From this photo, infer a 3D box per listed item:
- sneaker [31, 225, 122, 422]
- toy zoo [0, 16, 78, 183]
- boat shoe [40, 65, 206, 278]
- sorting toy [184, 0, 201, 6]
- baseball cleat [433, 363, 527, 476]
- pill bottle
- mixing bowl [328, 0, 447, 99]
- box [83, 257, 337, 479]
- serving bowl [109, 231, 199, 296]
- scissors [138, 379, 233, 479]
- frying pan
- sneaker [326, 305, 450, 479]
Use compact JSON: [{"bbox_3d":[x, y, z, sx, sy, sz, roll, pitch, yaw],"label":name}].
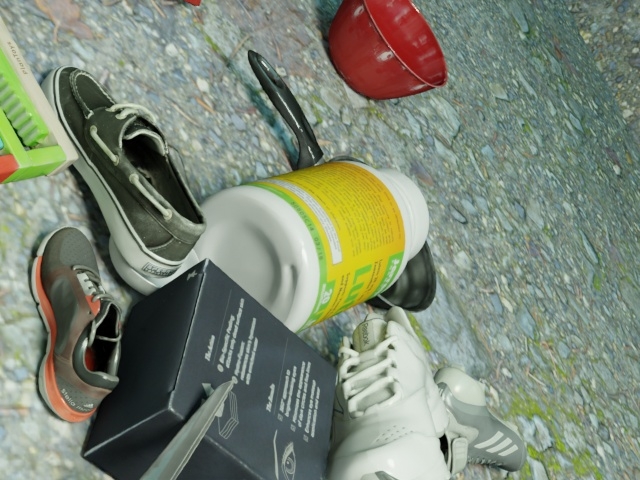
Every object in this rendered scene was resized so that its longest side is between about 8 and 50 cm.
[{"bbox_3d":[-0.165,0.051,0.787,0.061,0.065,0.158,25,43,-45],"label":"sneaker"},{"bbox_3d":[-0.314,-0.114,0.753,0.192,0.030,0.293,60,29,3],"label":"toy zoo"},{"bbox_3d":[-0.157,-0.073,0.890,0.077,0.070,0.219,-2,51,-52],"label":"boat shoe"},{"bbox_3d":[-0.191,-0.323,1.074,0.274,0.046,0.132,3,104,-60],"label":"sorting toy"},{"bbox_3d":[0.152,0.214,1.139,0.206,0.072,0.109,51,61,-41],"label":"baseball cleat"},{"bbox_3d":[0.000,0.000,0.998,0.245,0.136,0.136,-20,79,-55],"label":"pill bottle"},{"bbox_3d":[0.075,-0.255,1.434,0.181,0.098,0.181,39,33,-32],"label":"mixing bowl"},{"bbox_3d":[-0.075,0.128,0.823,0.158,0.093,0.156,44,31,-26],"label":"box"},{"bbox_3d":[-0.140,0.018,0.891,0.083,0.027,0.083,31,31,-21],"label":"serving bowl"},{"bbox_3d":[-0.126,0.194,0.643,0.297,0.021,0.109,-32,85,-45],"label":"scissors"},{"bbox_3d":[0.015,-0.040,1.176,0.326,0.053,0.197,39,34,-28],"label":"frying pan"},{"bbox_3d":[0.045,0.140,0.924,0.297,0.111,0.129,-59,135,-80],"label":"sneaker"}]
